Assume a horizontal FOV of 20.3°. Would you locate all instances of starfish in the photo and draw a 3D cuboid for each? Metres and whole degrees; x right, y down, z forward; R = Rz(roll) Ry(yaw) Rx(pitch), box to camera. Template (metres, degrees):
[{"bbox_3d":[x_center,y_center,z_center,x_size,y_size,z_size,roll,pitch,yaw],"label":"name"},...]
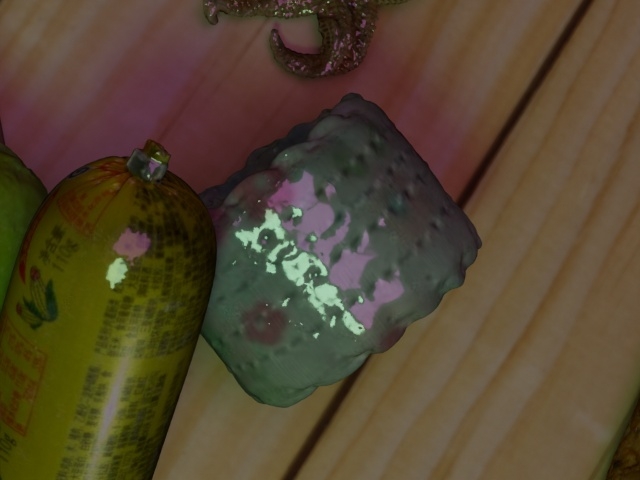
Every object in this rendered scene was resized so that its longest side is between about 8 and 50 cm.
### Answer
[{"bbox_3d":[0.012,-0.200,1.301,0.209,0.053,0.150,-19,81,-13],"label":"starfish"}]

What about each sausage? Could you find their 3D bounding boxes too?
[{"bbox_3d":[-0.150,0.088,1.136,0.123,0.123,0.347,12,118,-13],"label":"sausage"}]

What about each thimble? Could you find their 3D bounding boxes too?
[{"bbox_3d":[0.000,0.000,1.220,0.149,0.185,0.211,53,43,-6],"label":"thimble"}]

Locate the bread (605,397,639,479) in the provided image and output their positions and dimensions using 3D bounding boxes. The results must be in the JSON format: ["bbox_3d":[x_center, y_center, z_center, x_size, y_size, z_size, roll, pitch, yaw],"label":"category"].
[{"bbox_3d":[0.271,0.162,1.306,0.083,0.114,0.211,29,78,-27],"label":"bread"}]

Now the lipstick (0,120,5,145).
[{"bbox_3d":[-0.233,-0.091,1.245,0.019,0.019,0.094,-10,88,-15],"label":"lipstick"}]

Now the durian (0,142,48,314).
[{"bbox_3d":[-0.327,-0.048,1.127,0.256,0.204,0.340,-38,96,-26],"label":"durian"}]
